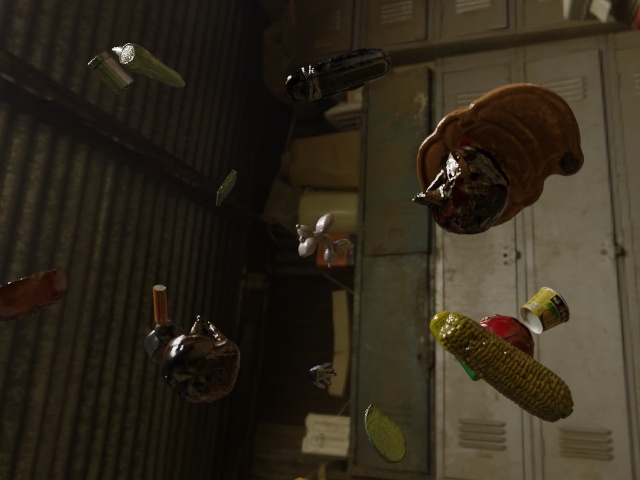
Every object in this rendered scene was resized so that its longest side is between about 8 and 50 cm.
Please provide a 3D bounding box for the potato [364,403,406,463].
[{"bbox_3d":[0.208,0.650,1.889,0.119,0.198,0.054,-29,-18,-28],"label":"potato"}]

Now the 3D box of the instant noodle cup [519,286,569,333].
[{"bbox_3d":[0.818,0.263,2.077,0.151,0.122,0.151,59,168,21],"label":"instant noodle cup"}]

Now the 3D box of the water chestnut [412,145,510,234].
[{"bbox_3d":[0.351,-0.117,1.401,0.223,0.238,0.224,-175,90,-84],"label":"water chestnut"}]

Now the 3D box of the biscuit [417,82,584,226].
[{"bbox_3d":[0.476,-0.228,1.555,0.350,0.455,0.078,46,-153,-4],"label":"biscuit"}]

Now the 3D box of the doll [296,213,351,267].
[{"bbox_3d":[0.000,0.000,1.644,0.160,0.059,0.161,-44,-75,-38],"label":"doll"}]

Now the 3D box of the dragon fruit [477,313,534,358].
[{"bbox_3d":[0.635,0.383,1.994,0.252,0.241,0.241,-35,-52,-30],"label":"dragon fruit"}]

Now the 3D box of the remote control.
[{"bbox_3d":[0.048,-0.390,1.337,0.066,0.266,0.090,-133,25,-58],"label":"remote control"}]

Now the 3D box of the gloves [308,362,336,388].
[{"bbox_3d":[0.007,0.350,1.452,0.086,0.026,0.064,-1,-92,-45],"label":"gloves"}]

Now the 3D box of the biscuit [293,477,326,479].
[{"bbox_3d":[-0.051,0.604,1.082,0.326,0.325,0.107,-70,-26,-48],"label":"biscuit"}]

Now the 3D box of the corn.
[{"bbox_3d":[0.451,0.308,1.376,0.120,0.363,0.120,-50,-10,-12],"label":"corn"}]

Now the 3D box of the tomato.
[{"bbox_3d":[-0.756,0.145,1.465,0.085,0.225,0.225,67,-162,4],"label":"tomato"}]

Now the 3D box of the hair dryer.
[{"bbox_3d":[-0.551,-0.544,1.716,0.206,0.237,0.075,18,-79,-57],"label":"hair dryer"}]

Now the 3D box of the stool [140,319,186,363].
[{"bbox_3d":[-0.569,0.351,2.090,0.153,0.139,0.228,-7,-40,-43],"label":"stool"}]

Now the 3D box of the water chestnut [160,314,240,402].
[{"bbox_3d":[-0.408,0.415,1.931,0.244,0.289,0.289,-52,-40,-38],"label":"water chestnut"}]

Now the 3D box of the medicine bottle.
[{"bbox_3d":[0.466,0.360,1.917,0.064,0.095,0.260,24,-153,-45],"label":"medicine bottle"}]

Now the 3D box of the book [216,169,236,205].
[{"bbox_3d":[-0.313,-0.176,1.878,0.103,0.017,0.135,-59,3,-17],"label":"book"}]

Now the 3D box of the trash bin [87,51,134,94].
[{"bbox_3d":[-0.716,-0.574,1.935,0.130,0.059,0.116,47,-160,-19],"label":"trash bin"}]

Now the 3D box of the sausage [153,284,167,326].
[{"bbox_3d":[-0.380,0.160,1.342,0.031,0.031,0.107,-50,-35,-64],"label":"sausage"}]
